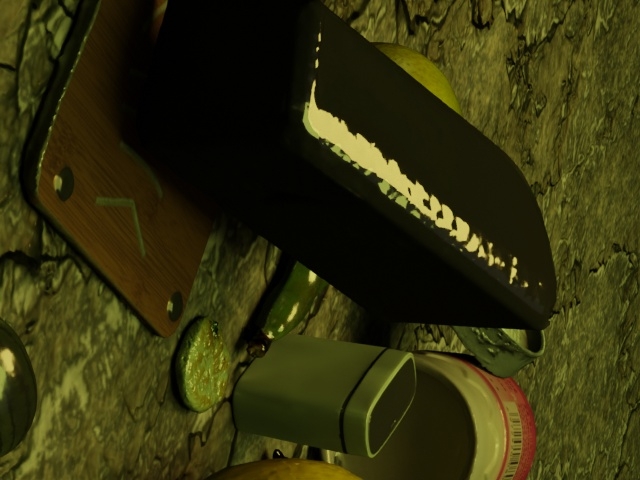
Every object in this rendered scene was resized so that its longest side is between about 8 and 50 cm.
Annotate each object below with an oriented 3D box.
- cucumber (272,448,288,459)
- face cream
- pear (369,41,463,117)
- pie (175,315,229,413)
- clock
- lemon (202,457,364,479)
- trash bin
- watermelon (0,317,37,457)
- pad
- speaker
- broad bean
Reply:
[{"bbox_3d":[-0.029,0.244,1.785,0.034,0.033,0.135,-35,137,-16],"label":"cucumber"},{"bbox_3d":[0.107,0.195,1.901,0.195,0.175,0.175,15,84,-68],"label":"face cream"},{"bbox_3d":[0.023,-0.085,1.663,0.216,0.166,0.180,5,100,-28],"label":"pear"},{"bbox_3d":[-0.097,0.105,1.594,0.085,0.017,0.085,7,90,-68],"label":"pie"},{"bbox_3d":[0.151,0.032,1.941,0.226,0.049,0.226,51,18,-24],"label":"clock"},{"bbox_3d":[-0.034,0.280,1.543,0.240,0.240,0.219,66,10,-51],"label":"lemon"},{"bbox_3d":[0.005,0.134,1.696,0.116,0.130,0.059,-48,140,-52],"label":"trash bin"},{"bbox_3d":[-0.221,0.091,1.226,0.078,0.078,0.110,-53,144,-48],"label":"watermelon"},{"bbox_3d":[-0.123,-0.102,1.466,0.286,0.018,0.284,57,46,-59],"label":"pad"},{"bbox_3d":[0.032,-0.087,1.467,0.388,0.180,0.184,37,64,-42],"label":"speaker"},{"bbox_3d":[0.001,0.001,1.753,0.060,0.043,0.297,60,44,-42],"label":"broad bean"}]
